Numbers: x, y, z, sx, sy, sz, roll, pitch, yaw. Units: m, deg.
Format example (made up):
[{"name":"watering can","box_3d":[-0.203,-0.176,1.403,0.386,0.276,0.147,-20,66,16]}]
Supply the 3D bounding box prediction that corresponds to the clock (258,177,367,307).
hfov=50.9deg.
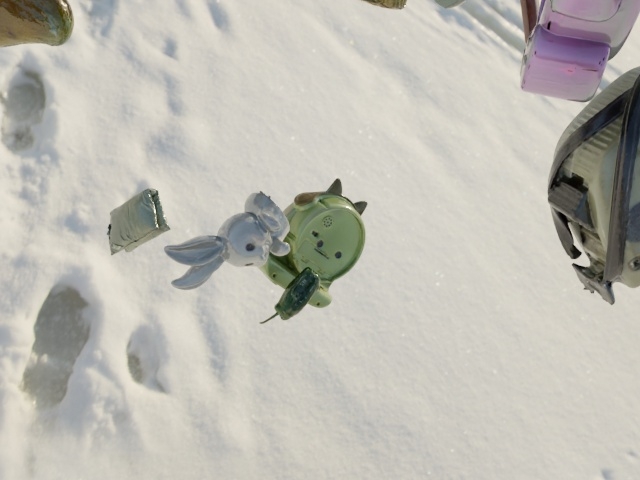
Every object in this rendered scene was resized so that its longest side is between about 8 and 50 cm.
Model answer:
[{"name":"clock","box_3d":[0.000,0.000,1.929,0.286,0.348,0.117,36,1,-38]}]

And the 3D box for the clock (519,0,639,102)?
[{"name":"clock","box_3d":[0.261,-0.280,0.624,0.090,0.247,0.227,13,56,10]}]

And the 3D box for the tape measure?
[{"name":"tape measure","box_3d":[0.392,-0.077,0.833,0.231,0.271,0.133,40,10,-30]}]

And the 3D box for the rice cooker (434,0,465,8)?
[{"name":"rice cooker","box_3d":[0.154,-0.456,0.861,0.317,0.264,0.316,-3,97,-27]}]

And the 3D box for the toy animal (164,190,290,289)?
[{"name":"toy animal","box_3d":[-0.151,0.016,1.168,0.131,0.103,0.221,33,58,25]}]

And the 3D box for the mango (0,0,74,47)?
[{"name":"mango","box_3d":[-0.559,-0.412,1.119,0.317,0.192,0.146,19,26,8]}]

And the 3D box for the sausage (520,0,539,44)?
[{"name":"sausage","box_3d":[0.385,-0.428,1.238,0.035,0.030,0.146,-12,94,-45]}]

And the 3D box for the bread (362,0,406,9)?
[{"name":"bread","box_3d":[0.084,-0.492,1.206,0.132,0.114,0.190,-8,33,-34]}]

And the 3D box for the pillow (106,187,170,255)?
[{"name":"pillow","box_3d":[-0.483,-0.051,1.769,0.078,0.182,0.134,16,56,-56]}]

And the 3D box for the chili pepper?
[{"name":"chili pepper","box_3d":[-0.076,0.163,1.797,0.072,0.073,0.204,39,84,7]}]
